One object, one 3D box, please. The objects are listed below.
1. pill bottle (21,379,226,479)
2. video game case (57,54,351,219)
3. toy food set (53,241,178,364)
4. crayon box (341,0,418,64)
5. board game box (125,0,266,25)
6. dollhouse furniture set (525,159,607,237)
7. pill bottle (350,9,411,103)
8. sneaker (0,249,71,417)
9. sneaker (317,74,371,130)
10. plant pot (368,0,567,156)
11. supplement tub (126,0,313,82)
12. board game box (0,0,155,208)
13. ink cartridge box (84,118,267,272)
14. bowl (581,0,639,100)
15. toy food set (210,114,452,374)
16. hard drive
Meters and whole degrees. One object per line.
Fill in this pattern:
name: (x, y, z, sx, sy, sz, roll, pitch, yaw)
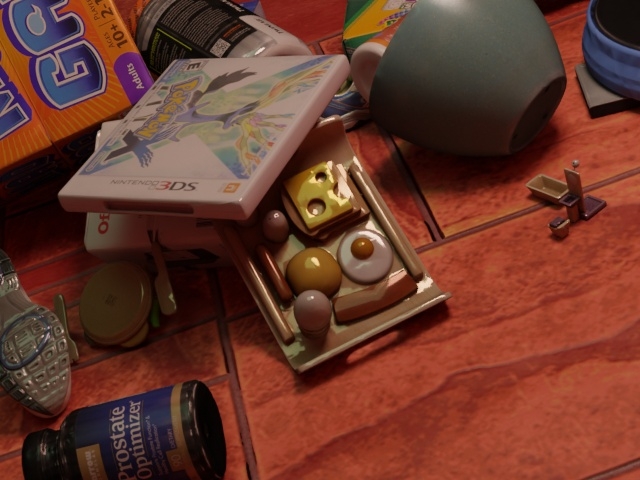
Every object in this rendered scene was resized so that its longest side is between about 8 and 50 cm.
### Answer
pill bottle: (-0.229, 0.245, 1.450, 0.219, 0.123, 0.123, -15, 34, 8)
video game case: (-0.154, -0.148, 1.685, 0.299, 0.036, 0.329, 3, 42, 30)
toy food set: (-0.282, 0.093, 1.735, 0.192, 0.038, 0.132, -26, 61, 16)
crayon box: (0.183, -0.384, 2.163, 0.278, 0.081, 0.165, -11, 34, 13)
board game box: (-0.286, -0.327, 2.339, 0.317, 0.066, 0.319, -7, 36, 19)
dollhouse furniture set: (0.306, -0.073, 1.659, 0.091, 0.081, 0.114, -35, 36, -22)
pill bottle: (0.157, -0.301, 1.962, 0.121, 0.121, 0.216, 17, 44, 42)
sneaker: (-0.414, 0.135, 1.721, 0.111, 0.129, 0.297, -27, 52, -13)
sneaker: (0.087, -0.246, 2.019, 0.211, 0.081, 0.080, -24, 32, -11)
plant pot: (0.237, -0.233, 1.788, 0.195, 0.290, 0.290, 39, 61, 21)
supplement tub: (-0.171, -0.300, 2.047, 0.193, 0.194, 0.316, -37, 51, -24)
board game box: (-0.494, -0.287, 2.003, 0.356, 0.356, 0.356, -27, -1, -7)
ink cartridge box: (-0.181, -0.074, 1.804, 0.289, 0.121, 0.211, -4, 68, 22)
bowl: (0.589, -0.333, 1.861, 0.391, 0.077, 0.391, -10, 35, 7)
toy food set: (0.000, 0.000, 1.605, 0.219, 0.092, 0.306, -26, 68, -9)
hard drive: (0.443, -0.238, 1.875, 0.094, 0.022, 0.135, -14, 34, 9)
